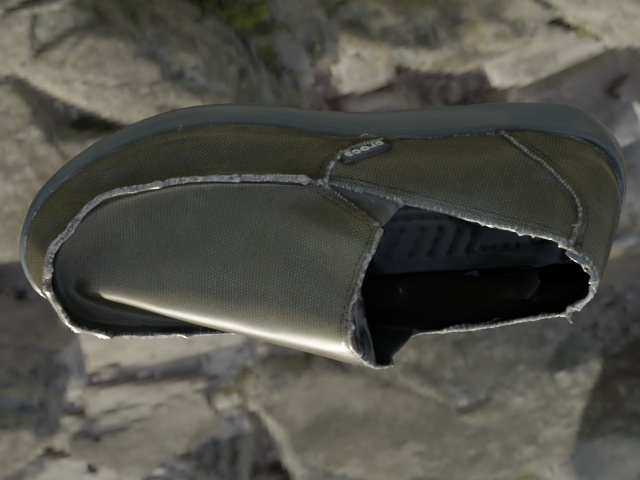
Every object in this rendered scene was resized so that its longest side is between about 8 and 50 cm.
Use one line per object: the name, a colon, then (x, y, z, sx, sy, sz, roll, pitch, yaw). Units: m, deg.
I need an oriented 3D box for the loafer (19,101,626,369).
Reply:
loafer: (0.000, 0.000, 0.635, 0.251, 0.087, 0.094, -8, 128, 6)
